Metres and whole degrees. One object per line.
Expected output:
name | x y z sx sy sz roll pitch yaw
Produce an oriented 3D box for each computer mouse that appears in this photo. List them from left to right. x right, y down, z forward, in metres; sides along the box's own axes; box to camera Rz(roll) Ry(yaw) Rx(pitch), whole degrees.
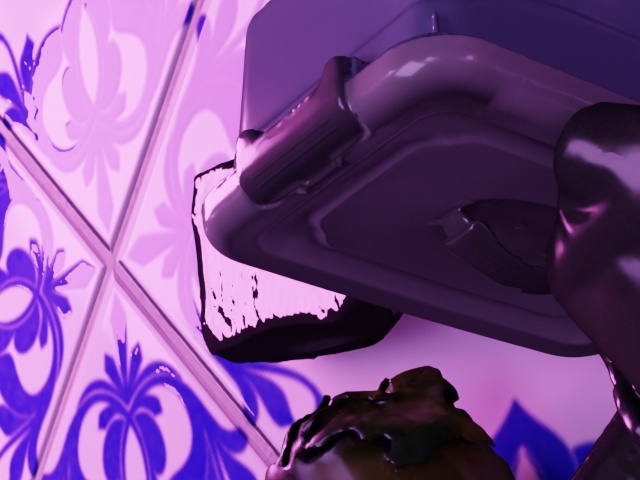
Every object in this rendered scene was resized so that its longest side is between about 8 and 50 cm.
computer mouse | 0.000 0.000 0.859 0.217 0.073 0.122 -14 76 57

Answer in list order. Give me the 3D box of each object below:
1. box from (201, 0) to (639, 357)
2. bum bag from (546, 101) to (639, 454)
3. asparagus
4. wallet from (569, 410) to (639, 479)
box | 0.077 -0.039 0.655 0.162 0.227 0.130 -35 48 45
bum bag | 0.177 0.093 0.547 0.326 0.079 0.142 55 146 2
asparagus | 0.098 0.235 0.709 0.382 0.108 0.128 60 137 30
wallet | 0.115 0.176 0.649 0.124 0.025 0.244 33 86 29
